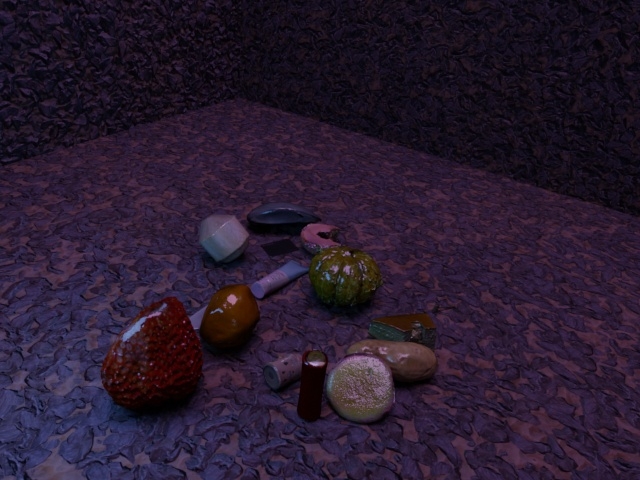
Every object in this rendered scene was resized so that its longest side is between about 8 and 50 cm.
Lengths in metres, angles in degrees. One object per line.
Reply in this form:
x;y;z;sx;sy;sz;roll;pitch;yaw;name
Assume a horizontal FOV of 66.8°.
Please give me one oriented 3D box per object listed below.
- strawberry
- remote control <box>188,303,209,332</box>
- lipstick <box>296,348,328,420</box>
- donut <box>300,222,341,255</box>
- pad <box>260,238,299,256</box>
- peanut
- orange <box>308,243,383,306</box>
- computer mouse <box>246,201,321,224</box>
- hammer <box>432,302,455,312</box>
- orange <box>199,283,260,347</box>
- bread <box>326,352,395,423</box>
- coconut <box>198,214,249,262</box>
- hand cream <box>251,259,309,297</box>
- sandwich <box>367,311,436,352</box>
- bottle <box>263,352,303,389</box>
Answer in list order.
-0.488;0.333;1.441;0.267;0.351;0.312;31;33;20;strawberry
-0.414;0.274;1.854;0.077;0.022;0.245;25;36;22;remote control
-0.026;0.438;1.463;0.080;0.241;0.080;5;31;-3;lipstick
0.000;0.000;2.314;0.199;0.085;0.232;8;32;0;donut
-0.193;0.033;2.300;0.157;0.003;0.112;-14;37;-30;pad
0.248;0.409;1.663;0.319;0.147;0.147;9;32;-3;peanut
0.099;0.147;1.979;0.302;0.223;0.300;-3;28;-26;orange
-0.179;-0.138;2.417;0.375;0.114;0.203;-2;4;-10;computer mouse
0.519;0.279;2.031;0.110;0.035;0.019;0;32;-28;hammer
-0.308;0.263;1.714;0.184;0.248;0.249;23;32;-5;orange
0.131;0.465;1.551;0.229;0.033;0.228;-3;60;4;bread
-0.429;-0.021;2.127;0.222;0.202;0.202;50;30;-15;coconut
-0.171;0.157;2.070;0.111;0.070;0.312;24;28;27;hand cream
0.304;0.345;1.798;0.236;0.122;0.128;-3;30;-12;sandwich
-0.109;0.426;1.615;0.099;0.098;0.152;32;33;34;bottle
